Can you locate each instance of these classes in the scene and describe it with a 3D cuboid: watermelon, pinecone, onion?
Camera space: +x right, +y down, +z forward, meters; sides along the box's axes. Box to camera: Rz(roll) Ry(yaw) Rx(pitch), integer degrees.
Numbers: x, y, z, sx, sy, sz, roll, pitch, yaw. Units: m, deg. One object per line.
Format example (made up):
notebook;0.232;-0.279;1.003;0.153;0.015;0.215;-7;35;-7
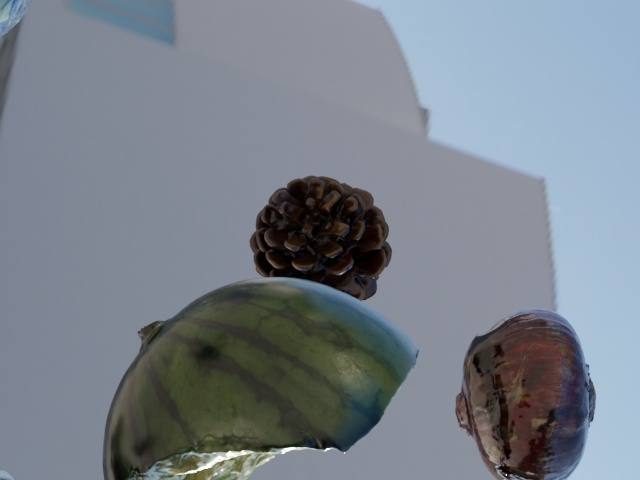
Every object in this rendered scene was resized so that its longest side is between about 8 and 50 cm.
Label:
watermelon;-0.076;0.134;1.216;0.331;0.189;0.331;-32;-173;5
pinecone;0.000;0.000;1.790;0.208;0.207;0.208;-47;-146;46
onion;0.277;0.216;1.756;0.246;0.190;0.246;-6;90;-81

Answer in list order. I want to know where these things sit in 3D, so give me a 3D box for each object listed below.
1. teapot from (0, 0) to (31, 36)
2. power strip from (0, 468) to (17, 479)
teapot;-0.309;-0.228;1.077;0.232;0.159;0.159;-44;-154;3
power strip;-0.287;0.244;1.172;0.192;0.081;0.035;24;-91;53
